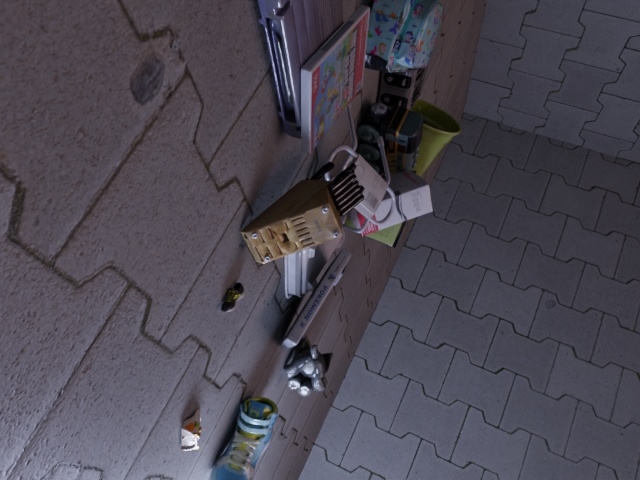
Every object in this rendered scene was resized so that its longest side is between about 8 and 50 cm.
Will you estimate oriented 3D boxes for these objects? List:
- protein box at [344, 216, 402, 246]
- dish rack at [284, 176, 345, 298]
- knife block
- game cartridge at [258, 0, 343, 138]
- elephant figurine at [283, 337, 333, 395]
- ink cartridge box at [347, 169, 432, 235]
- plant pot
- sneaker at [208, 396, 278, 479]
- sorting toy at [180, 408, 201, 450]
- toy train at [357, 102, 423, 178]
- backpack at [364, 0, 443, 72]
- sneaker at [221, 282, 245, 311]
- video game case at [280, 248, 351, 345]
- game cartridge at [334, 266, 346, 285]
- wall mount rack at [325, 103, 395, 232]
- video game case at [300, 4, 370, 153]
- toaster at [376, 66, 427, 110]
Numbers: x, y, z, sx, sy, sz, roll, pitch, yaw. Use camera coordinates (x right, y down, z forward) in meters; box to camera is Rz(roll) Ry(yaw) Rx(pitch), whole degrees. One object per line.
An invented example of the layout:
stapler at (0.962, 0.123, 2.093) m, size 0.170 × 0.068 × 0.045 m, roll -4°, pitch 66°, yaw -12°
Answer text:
protein box at (0.198, -0.104, 1.879) m, size 0.136 × 0.201 × 0.199 m, roll 17°, pitch 95°, yaw -78°
dish rack at (0.000, 0.000, 1.618) m, size 0.285 × 0.072 × 0.333 m, roll 92°, pitch 23°, yaw -47°
knife block at (-0.033, -0.081, 1.235) m, size 0.242 × 0.276 × 0.088 m, roll -95°, pitch 164°, yaw -60°
game cartridge at (-0.026, -0.397, 1.049) m, size 0.355 × 0.068 × 0.230 m, roll 81°, pitch 29°, yaw -61°
elephant figurine at (-0.040, 0.439, 1.953) m, size 0.169 × 0.186 × 0.239 m, roll 64°, pitch 14°, yaw -6°
ink cartridge box at (0.207, -0.122, 1.685) m, size 0.172 × 0.237 × 0.100 m, roll -119°, pitch -169°, yaw -64°
plant pot at (0.327, -0.353, 1.960) m, size 0.276 × 0.276 × 0.253 m, roll -44°, pitch 163°, yaw -56°
sneaker at (-0.219, 0.576, 1.536) m, size 0.319 × 0.127 × 0.208 m, roll -61°, pitch 167°, yaw -58°
sorting toy at (-0.298, 0.441, 1.270) m, size 0.075 × 0.045 × 0.083 m, roll -80°, pitch 180°, yaw -55°
toy train at (0.228, -0.306, 1.748) m, size 0.142 × 0.190 × 0.334 m, roll -61°, pitch 162°, yaw -23°
backpack at (0.209, -0.566, 1.392) m, size 0.225 × 0.191 × 0.253 m, roll -35°, pitch 138°, yaw -62°
sneaker at (-0.199, 0.125, 1.203) m, size 0.083 × 0.031 × 0.035 m, roll -57°, pitch 147°, yaw -48°
video game case at (-0.021, 0.187, 1.623) m, size 0.300 × 0.036 × 0.329 m, roll -58°, pitch 179°, yaw -15°
game cartridge at (0.059, 0.109, 1.706) m, size 0.056 × 0.017 × 0.083 m, roll -54°, pitch -179°, yaw 23°
wall mount rack at (0.098, -0.198, 1.476) m, size 0.350 × 0.130 × 0.304 m, roll 36°, pitch 79°, yaw -50°
video game case at (0.033, -0.348, 1.159) m, size 0.285 × 0.025 × 0.204 m, roll -56°, pitch 160°, yaw -36°
toaster at (0.269, -0.524, 1.753) m, size 0.185 × 0.110 × 0.168 m, roll -56°, pitch 161°, yaw -39°
